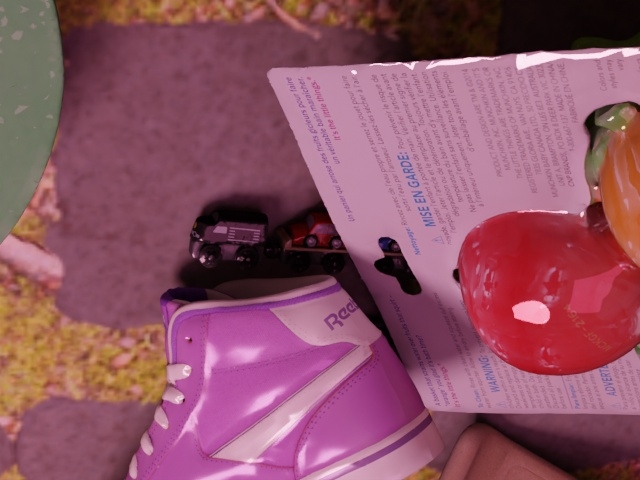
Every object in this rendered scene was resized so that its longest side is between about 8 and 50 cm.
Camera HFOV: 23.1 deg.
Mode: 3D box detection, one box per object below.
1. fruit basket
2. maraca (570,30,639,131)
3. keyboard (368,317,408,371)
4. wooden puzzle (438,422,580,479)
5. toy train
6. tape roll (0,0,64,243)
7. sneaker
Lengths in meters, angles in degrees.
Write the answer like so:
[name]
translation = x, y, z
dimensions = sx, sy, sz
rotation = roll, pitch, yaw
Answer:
[fruit basket]
translation = 0.185, -0.001, 0.855
dimensions = 0.353, 0.165, 0.327
rotation = 3, 143, 25
[maraca]
translation = 0.226, -0.093, 0.905
dimensions = 0.185, 0.099, 0.127
rotation = -13, 131, 18
[keyboard]
translation = 0.008, 0.139, 1.009
dimensions = 0.100, 0.038, 0.192
rotation = -5, 120, -14
[wooden puzzle]
translation = 0.162, 0.339, 1.040
dimensions = 0.348, 0.080, 0.322
rotation = 32, 71, -12
[toy train]
translation = 0.000, 0.000, 0.932
dimensions = 0.158, 0.027, 0.036
rotation = 4, 108, -18
[tape roll]
translation = -0.290, -0.092, 0.762
dimensions = 0.321, 0.077, 0.321
rotation = -8, 122, -13
[sneaker]
translation = -0.078, 0.115, 0.950
dimensions = 0.282, 0.102, 0.161
rotation = -31, 92, 20
